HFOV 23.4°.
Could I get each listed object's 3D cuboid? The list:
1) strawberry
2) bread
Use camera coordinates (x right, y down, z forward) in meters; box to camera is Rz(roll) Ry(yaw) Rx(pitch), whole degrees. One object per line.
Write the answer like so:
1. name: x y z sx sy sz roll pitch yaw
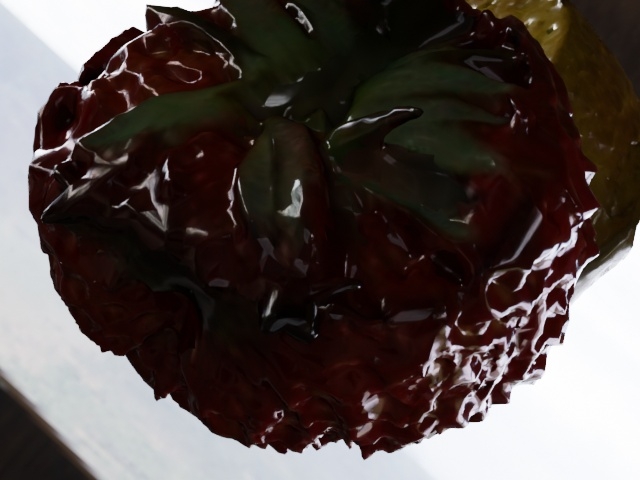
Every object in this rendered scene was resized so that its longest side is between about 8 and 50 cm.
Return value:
1. strawberry: 0.004 -0.002 0.732 0.261 0.261 0.258 38 -30 34
2. bread: 0.094 -0.043 1.323 0.215 0.398 0.398 59 -13 -28
